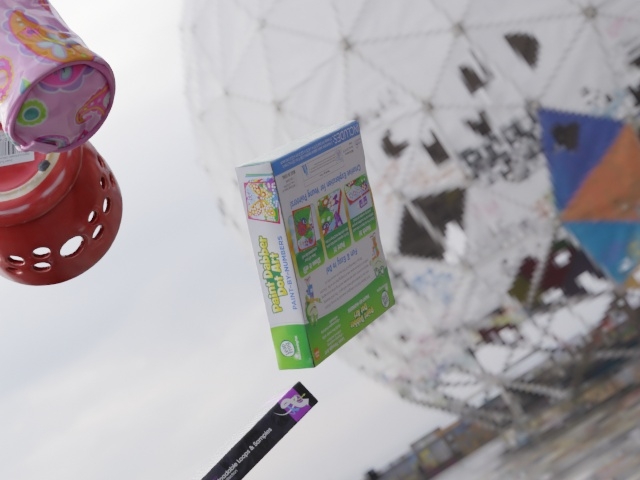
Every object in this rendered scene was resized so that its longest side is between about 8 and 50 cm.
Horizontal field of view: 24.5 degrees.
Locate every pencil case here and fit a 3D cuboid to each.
[{"bbox_3d":[-0.313,-0.201,1.403,0.124,0.284,0.124,-32,-31,-22],"label":"pencil case"}]

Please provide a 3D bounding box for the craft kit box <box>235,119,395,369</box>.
[{"bbox_3d":[0.000,0.000,1.776,0.061,0.246,0.250,-9,10,28],"label":"craft kit box"}]

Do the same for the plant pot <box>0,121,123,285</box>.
[{"bbox_3d":[-0.345,-0.062,1.738,0.191,0.191,0.174,-32,-24,-5],"label":"plant pot"}]

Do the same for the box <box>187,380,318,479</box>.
[{"bbox_3d":[-0.075,0.190,1.271,0.162,0.029,0.116,-43,0,-14],"label":"box"}]
